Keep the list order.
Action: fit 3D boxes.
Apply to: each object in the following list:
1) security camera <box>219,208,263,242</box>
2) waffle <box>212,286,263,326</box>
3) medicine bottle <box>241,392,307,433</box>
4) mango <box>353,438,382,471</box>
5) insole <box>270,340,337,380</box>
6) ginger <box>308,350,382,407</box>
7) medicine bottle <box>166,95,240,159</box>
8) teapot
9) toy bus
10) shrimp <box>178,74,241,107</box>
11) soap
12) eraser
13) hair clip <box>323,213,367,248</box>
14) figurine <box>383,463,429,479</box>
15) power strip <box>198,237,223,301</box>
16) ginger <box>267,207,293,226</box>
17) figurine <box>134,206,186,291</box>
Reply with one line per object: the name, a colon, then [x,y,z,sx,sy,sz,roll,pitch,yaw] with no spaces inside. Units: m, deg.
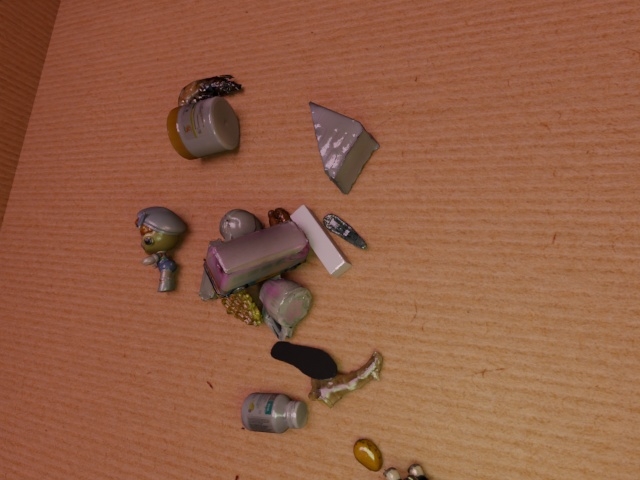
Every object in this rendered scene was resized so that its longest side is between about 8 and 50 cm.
security camera: [-0.328,0.009,1.869,0.197,0.191,0.277,-8,71,33]
waffle: [-0.331,0.233,1.801,0.243,0.237,0.058,13,47,38]
medicine bottle: [-0.163,0.619,1.669,0.215,0.135,0.135,-6,75,23]
mango: [0.158,0.713,1.545,0.079,0.057,0.114,-42,67,1]
insole: [-0.065,0.434,1.696,0.310,0.012,0.110,7,56,37]
ginger: [0.090,0.481,1.626,0.295,0.086,0.131,-31,47,5]
medicine bottle: [-0.510,-0.493,2.047,0.232,0.238,0.237,-9,73,21]
teapot: [-0.139,0.241,1.767,0.163,0.221,0.178,-31,42,-29]
toy bus: [-0.211,0.054,1.679,0.386,0.162,0.171,-21,74,-27]
shrimp: [-0.529,-0.655,2.199,0.365,0.071,0.233,-1,86,24]
soap: [0.035,-0.363,1.819,0.302,0.159,0.257,32,93,29]
eraser: [0.000,0.000,1.783,0.076,0.078,0.298,-40,65,10]
hair clip: [0.096,-0.030,1.770,0.229,0.036,0.066,38,90,33]
figurine: [0.319,0.824,1.306,0.412,0.306,0.241,34,102,29]
power strip: [-0.453,0.126,1.971,0.078,0.052,0.272,4,80,25]
ginger: [-0.158,-0.071,1.874,0.103,0.073,0.162,-29,66,14]
figurine: [-0.686,0.035,2.061,0.205,0.224,0.381,-9,98,0]
